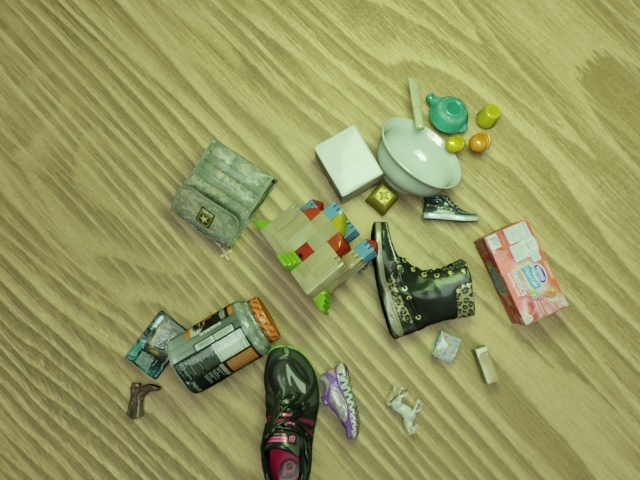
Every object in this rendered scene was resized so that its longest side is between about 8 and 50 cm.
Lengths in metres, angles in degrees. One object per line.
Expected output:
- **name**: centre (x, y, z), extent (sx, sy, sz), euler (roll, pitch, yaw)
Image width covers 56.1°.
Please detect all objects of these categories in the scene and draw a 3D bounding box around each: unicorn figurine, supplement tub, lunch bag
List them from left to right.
- **lunch bag**: centre (-0.315, -0.141, 1.919), extent (0.235, 0.169, 0.287), euler (34, 93, 0)
- **supplement tub**: centre (-0.294, 0.316, 1.856), extent (0.316, 0.193, 0.193), euler (-30, 85, -3)
- **unicorn figurine**: centre (0.276, 0.539, 1.901), extent (0.162, 0.060, 0.111), euler (36, 86, 20)
- **lunch bag**: centre (0.397, 0.341, 1.917), extent (0.071, 0.053, 0.083), euler (22, 75, 1)

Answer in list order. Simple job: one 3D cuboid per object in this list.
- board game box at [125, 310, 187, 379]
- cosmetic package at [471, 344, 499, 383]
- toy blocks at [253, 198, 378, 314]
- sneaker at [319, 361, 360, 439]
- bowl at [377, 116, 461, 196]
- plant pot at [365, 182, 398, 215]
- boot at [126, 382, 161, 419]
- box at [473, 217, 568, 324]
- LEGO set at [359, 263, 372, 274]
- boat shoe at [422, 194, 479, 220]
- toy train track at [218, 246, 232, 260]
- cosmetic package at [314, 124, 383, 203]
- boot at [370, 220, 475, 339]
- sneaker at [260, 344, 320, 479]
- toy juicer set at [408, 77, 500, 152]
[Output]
- **board game box**: centre (-0.524, 0.337, 1.939), extent (0.126, 0.026, 0.186), euler (37, 86, 4)
- **cosmetic package**: centre (0.523, 0.393, 1.907), extent (0.041, 0.060, 0.115), euler (-19, 86, -1)
- **toy blocks**: centre (0.000, 0.000, 1.864), extent (0.261, 0.191, 0.381), euler (-40, 58, 1)
- **sneaker**: centre (0.058, 0.510, 1.890), extent (0.105, 0.095, 0.236), euler (-15, 79, 6)
- **bowl**: centre (0.289, -0.241, 1.907), extent (0.298, 0.134, 0.297), euler (19, 45, -20)
- **plant pot**: centre (0.202, -0.139, 1.951), extent (0.081, 0.083, 0.081), euler (40, 87, 4)
- **boot**: centre (-0.564, 0.516, 1.916), extent (0.107, 0.037, 0.114), euler (3, 81, 14)
- **box**: centre (0.627, 0.100, 1.893), extent (0.154, 0.142, 0.299), euler (-25, 85, -2)
- **LEGO set**: centre (0.138, 0.071, 1.960), extent (0.054, 0.023, 0.083), euler (-12, 84, 0)
- **boat shoe**: centre (0.426, -0.105, 1.954), extent (0.184, 0.065, 0.083), euler (5, 86, 2)
- **toy train track**: centre (-0.322, 0.029, 1.974), extent (0.048, 0.014, 0.083), euler (-29, 84, -2)
- **cosmetic package**: centre (0.089, -0.240, 1.928), extent (0.151, 0.151, 0.183), euler (-29, 84, -1)
- **boot**: centre (0.318, 0.104, 1.898), extent (0.284, 0.138, 0.377), euler (-11, 88, 1)
- **sneaker**: centre (-0.090, 0.561, 1.824), extent (0.185, 0.202, 0.482), euler (-3, 84, 0)
- **toy juicer set**: centre (0.413, -0.383, 1.961), extent (0.329, 0.089, 0.209), euler (17, 72, -4)
